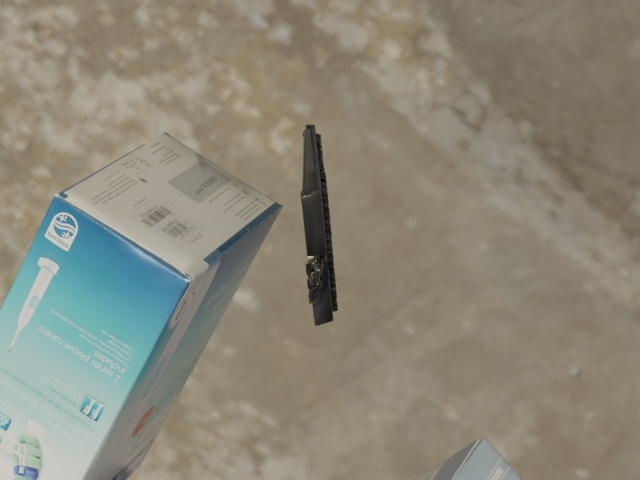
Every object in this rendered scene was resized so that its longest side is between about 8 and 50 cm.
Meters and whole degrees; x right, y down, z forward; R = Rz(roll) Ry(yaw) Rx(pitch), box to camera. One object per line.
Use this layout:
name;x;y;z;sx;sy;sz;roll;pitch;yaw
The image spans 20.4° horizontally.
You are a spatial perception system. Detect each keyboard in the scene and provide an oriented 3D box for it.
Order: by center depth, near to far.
keyboard;0.000;0.000;1.450;0.023;0.108;0.180;-1;144;4

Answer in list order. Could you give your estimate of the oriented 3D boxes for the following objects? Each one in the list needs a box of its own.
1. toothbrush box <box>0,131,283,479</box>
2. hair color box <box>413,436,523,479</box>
toothbrush box;-0.177;0.085;1.440;0.126;0.216;0.295;33;112;6
hair color box;0.197;0.390;1.703;0.374;0.113;0.185;48;128;-3
